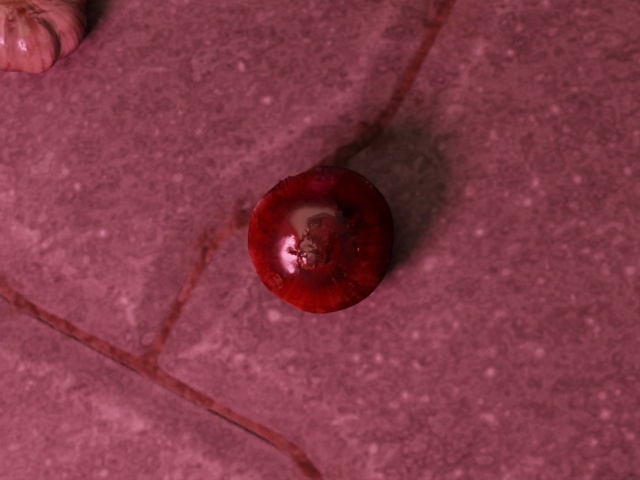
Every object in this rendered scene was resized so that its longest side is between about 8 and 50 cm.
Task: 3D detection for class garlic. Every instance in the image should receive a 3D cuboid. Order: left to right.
[{"bbox_3d":[-0.294,-0.228,1.449,0.159,0.102,0.147,41,75,6],"label":"garlic"}]

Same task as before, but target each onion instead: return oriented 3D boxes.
[{"bbox_3d":[0.000,0.000,1.324,0.131,0.131,0.131,-3,77,12],"label":"onion"}]
